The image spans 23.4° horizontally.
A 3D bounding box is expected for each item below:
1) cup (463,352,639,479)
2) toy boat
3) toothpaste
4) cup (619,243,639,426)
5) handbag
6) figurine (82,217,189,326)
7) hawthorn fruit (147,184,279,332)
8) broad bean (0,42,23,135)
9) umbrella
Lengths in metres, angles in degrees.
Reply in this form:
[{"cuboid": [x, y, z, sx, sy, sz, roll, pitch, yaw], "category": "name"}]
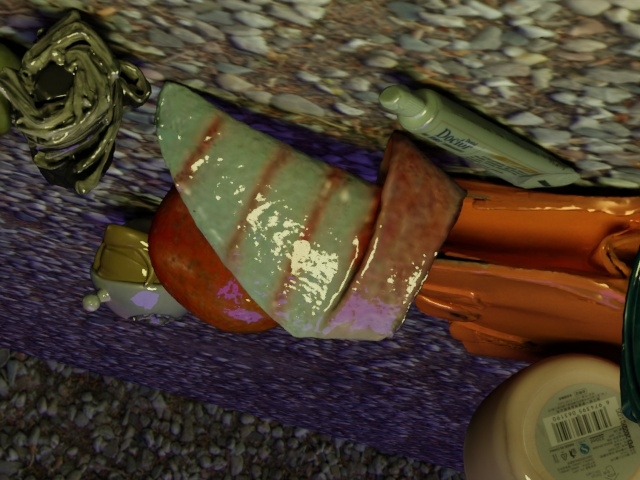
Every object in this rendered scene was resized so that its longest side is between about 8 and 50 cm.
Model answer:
[{"cuboid": [0.287, 0.223, 1.620, 0.253, 0.191, 0.200, 12, 166, 0], "category": "cup"}, {"cuboid": [-0.033, -0.033, 1.369, 0.282, 0.206, 0.096, 27, -169, -8], "category": "toy boat"}, {"cuboid": [0.130, -0.083, 1.300, 0.067, 0.037, 0.255, -8, 161, 38], "category": "toothpaste"}, {"cuboid": [0.410, 0.073, 1.272, 0.292, 0.242, 0.308, 10, -177, -13], "category": "cup"}, {"cuboid": [0.237, 0.049, 1.583, 0.303, 0.116, 0.410, 6, 166, 23], "category": "handbag"}, {"cuboid": [-0.166, 0.040, 1.868, 0.194, 0.133, 0.274, 18, -177, 22], "category": "figurine"}, {"cuboid": [-0.081, 0.003, 1.545, 0.189, 0.189, 0.189, 10, 166, 3], "category": "hawthorn fruit"}, {"cuboid": [-0.351, -0.154, 1.356, 0.206, 0.072, 0.153, 20, 166, 13], "category": "broad bean"}, {"cuboid": [-0.207, -0.099, 1.369, 0.106, 0.113, 0.358, 39, 171, 1], "category": "umbrella"}]
